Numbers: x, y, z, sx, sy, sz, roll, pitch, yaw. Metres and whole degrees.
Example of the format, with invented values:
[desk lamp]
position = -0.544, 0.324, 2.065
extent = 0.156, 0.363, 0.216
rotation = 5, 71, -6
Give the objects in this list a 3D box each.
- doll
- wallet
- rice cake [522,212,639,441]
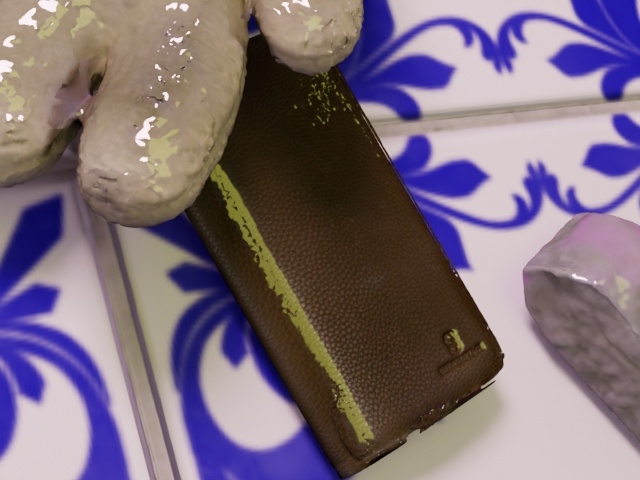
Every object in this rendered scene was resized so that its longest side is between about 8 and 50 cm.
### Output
[doll]
position = -0.064, -0.134, 0.718
extent = 0.175, 0.149, 0.278
rotation = 29, 60, -17
[wallet]
position = 0.000, 0.000, 0.773
extent = 0.110, 0.031, 0.198
rotation = -28, 87, -35
[rice cake]
position = 0.254, 0.138, 0.842
extent = 0.399, 0.064, 0.070
rotation = 45, 50, -7
